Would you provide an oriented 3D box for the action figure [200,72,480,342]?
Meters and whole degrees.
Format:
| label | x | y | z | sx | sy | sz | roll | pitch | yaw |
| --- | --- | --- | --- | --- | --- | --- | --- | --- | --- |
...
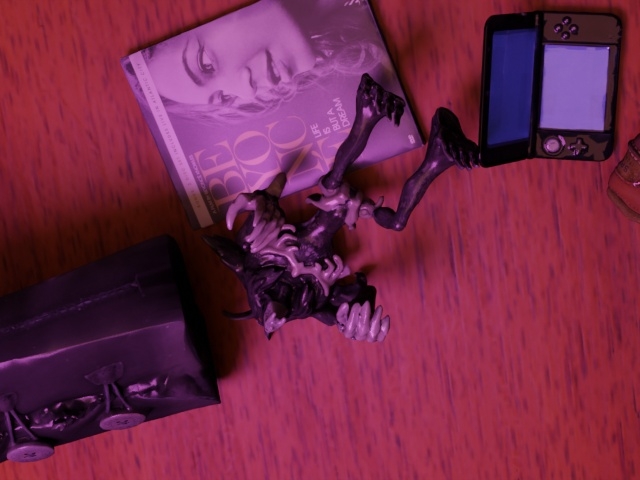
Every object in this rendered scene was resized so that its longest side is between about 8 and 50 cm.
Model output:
| label | x | y | z | sx | sy | sz | roll | pitch | yaw |
| --- | --- | --- | --- | --- | --- | --- | --- | --- | --- |
| action figure | 0.000 | 0.000 | 1.105 | 0.164 | 0.141 | 0.275 | 33 | 117 | -6 |

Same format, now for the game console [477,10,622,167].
| label | x | y | z | sx | sy | sz | roll | pitch | yaw |
| --- | --- | --- | --- | --- | --- | --- | --- | --- | --- |
| game console | 0.184 | -0.120 | 1.082 | 0.107 | 0.071 | 0.122 | 4 | 105 | 10 |

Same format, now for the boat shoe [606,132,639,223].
| label | x | y | z | sx | sy | sz | roll | pitch | yaw |
| --- | --- | --- | --- | --- | --- | --- | --- | --- | --- |
| boat shoe | 0.371 | 0.011 | 1.068 | 0.307 | 0.111 | 0.104 | 38 | 112 | 10 |

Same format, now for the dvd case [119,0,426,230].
| label | x | y | z | sx | sy | sz | roll | pitch | yaw |
| --- | --- | --- | --- | --- | --- | --- | --- | --- | --- |
| dvd case | -0.042 | -0.119 | 1.154 | 0.221 | 0.018 | 0.164 | -20 | 100 | 15 |

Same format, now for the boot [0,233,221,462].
| label | x | y | z | sx | sy | sz | roll | pitch | yaw |
| --- | --- | --- | --- | --- | --- | --- | --- | --- | --- |
| boot | -0.305 | 0.163 | 1.193 | 0.445 | 0.367 | 0.146 | -21 | 73 | -7 |
